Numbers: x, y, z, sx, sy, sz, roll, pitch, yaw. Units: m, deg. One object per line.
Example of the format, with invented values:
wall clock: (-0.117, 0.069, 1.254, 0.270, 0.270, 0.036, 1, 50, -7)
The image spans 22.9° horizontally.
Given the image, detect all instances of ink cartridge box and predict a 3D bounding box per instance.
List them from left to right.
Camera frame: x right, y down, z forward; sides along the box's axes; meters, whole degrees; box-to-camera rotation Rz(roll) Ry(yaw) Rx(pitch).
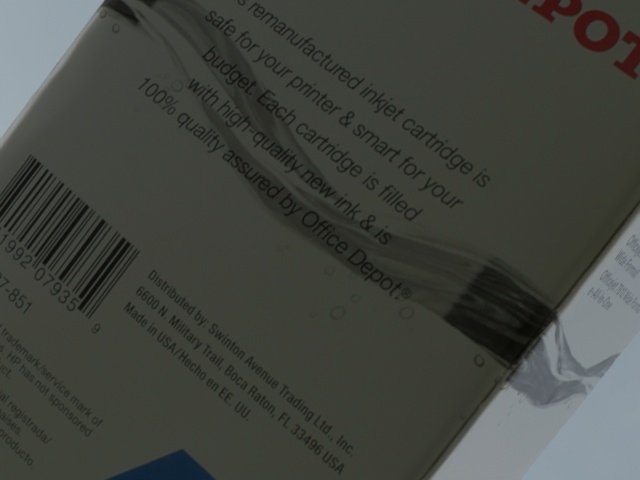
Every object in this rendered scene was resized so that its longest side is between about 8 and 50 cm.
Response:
ink cartridge box: (0.000, 0.000, 0.622, 0.223, 0.129, 0.307, 39, -86, 25)
